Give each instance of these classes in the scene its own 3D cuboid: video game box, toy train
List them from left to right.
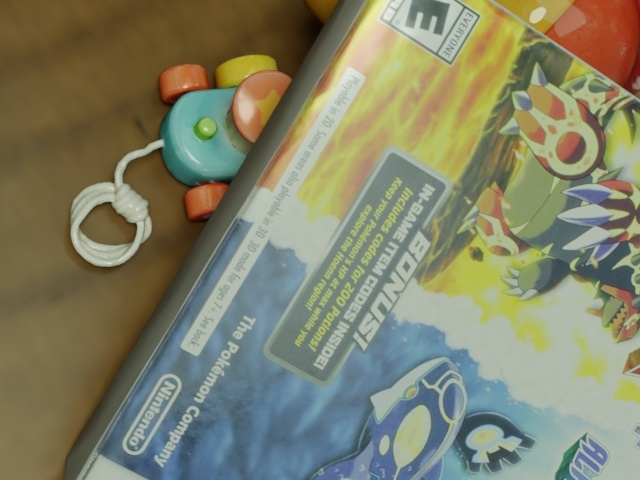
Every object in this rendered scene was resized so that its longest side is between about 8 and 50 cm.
[{"bbox_3d":[0.000,0.000,0.391,0.166,0.046,0.125,32,66,-13],"label":"toy train"},{"bbox_3d":[0.046,0.039,0.352,0.187,0.048,0.205,29,96,-16],"label":"video game box"}]

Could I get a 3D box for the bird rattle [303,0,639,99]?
[{"bbox_3d":[0.099,-0.094,0.428,0.253,0.143,0.207,50,63,-18],"label":"bird rattle"}]
